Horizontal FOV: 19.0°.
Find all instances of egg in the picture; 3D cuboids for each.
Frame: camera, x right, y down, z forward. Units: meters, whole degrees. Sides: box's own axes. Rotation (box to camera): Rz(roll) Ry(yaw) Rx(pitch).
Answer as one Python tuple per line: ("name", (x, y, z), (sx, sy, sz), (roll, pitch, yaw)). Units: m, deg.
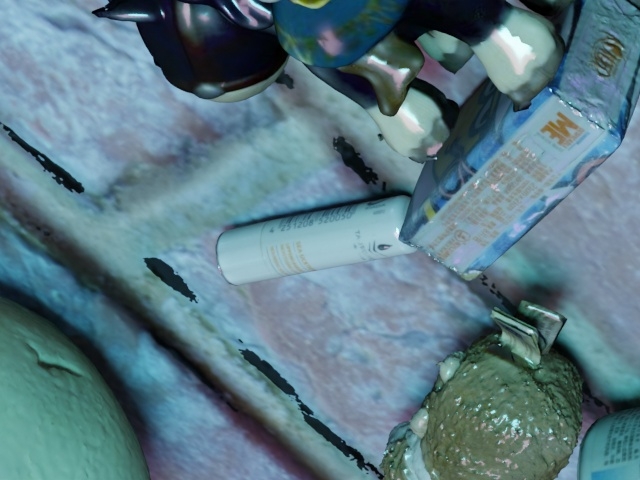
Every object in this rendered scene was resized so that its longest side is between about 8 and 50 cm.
("egg", (-0.243, 0.150, 1.376), (0.337, 0.201, 0.337), (27, 161, 10))

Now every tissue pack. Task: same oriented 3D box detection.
("tissue pack", (0.120, -0.061, 1.093), (0.065, 0.115, 0.155), (34, 136, -10))

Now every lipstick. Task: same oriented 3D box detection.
("lipstick", (0.000, 0.000, 1.254), (0.141, 0.040, 0.040), (-12, 128, 28))

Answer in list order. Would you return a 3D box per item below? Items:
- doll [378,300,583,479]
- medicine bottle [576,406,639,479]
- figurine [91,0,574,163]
("doll", (0.120, 0.117, 1.282), (0.115, 0.105, 0.221), (53, 135, 27))
("medicine bottle", (0.268, 0.163, 1.251), (0.168, 0.135, 0.135), (-17, 125, 31))
("figurine", (-0.047, -0.192, 0.978), (0.306, 0.241, 0.412), (17, 161, 39))
